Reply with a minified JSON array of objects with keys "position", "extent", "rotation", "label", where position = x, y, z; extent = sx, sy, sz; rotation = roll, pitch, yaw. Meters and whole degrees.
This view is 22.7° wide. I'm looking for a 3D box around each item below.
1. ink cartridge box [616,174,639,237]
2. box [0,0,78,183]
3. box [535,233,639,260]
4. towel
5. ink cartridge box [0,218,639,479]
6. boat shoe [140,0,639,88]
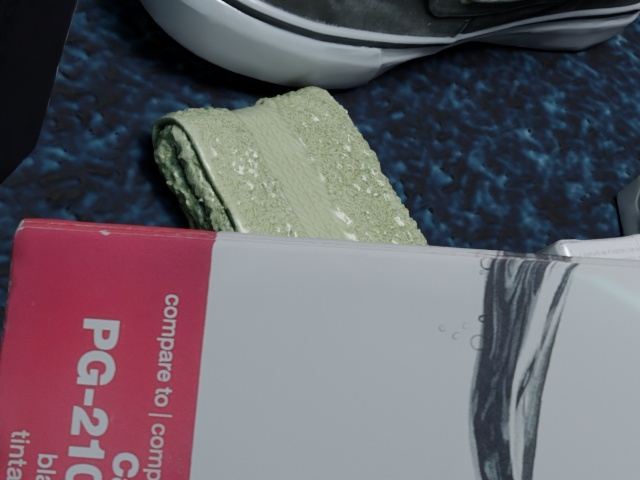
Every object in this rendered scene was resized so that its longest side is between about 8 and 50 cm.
[{"position":[0.196,0.000,0.819],"extent":[0.083,0.028,0.048],"rotation":[18,50,-24],"label":"ink cartridge box"},{"position":[-0.250,-0.072,0.373],"extent":[0.294,0.183,0.296],"rotation":[31,47,4],"label":"box"},{"position":[0.133,0.109,0.625],"extent":[0.114,0.103,0.203],"rotation":[-4,69,-37],"label":"box"},{"position":[0.000,0.000,0.681],"extent":[0.110,0.027,0.148],"rotation":[-16,69,-43],"label":"towel"},{"position":[0.038,0.067,0.475],"extent":[0.237,0.172,0.100],"rotation":[4,76,4],"label":"ink cartridge box"},{"position":[0.061,-0.159,0.776],"extent":[0.335,0.119,0.121],"rotation":[-12,67,-41],"label":"boat shoe"}]
